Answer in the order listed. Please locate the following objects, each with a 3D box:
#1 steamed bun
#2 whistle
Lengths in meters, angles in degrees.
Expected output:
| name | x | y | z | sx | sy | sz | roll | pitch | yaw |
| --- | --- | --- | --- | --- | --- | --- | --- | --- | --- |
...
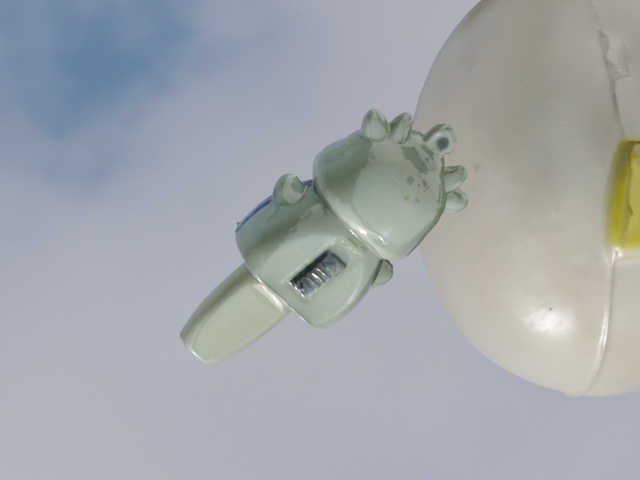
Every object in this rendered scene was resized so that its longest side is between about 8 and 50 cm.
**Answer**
| name | x | y | z | sx | sy | sz | roll | pitch | yaw |
| --- | --- | --- | --- | --- | --- | --- | --- | --- | --- |
| steamed bun | 0.227 | -0.053 | 1.649 | 0.334 | 0.334 | 0.374 | 34 | -141 | -45 |
| whistle | 0.000 | 0.000 | 1.329 | 0.110 | 0.244 | 0.092 | 41 | -160 | -24 |
